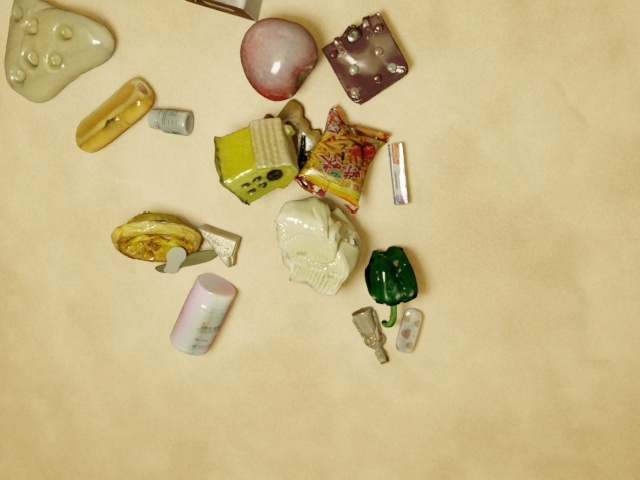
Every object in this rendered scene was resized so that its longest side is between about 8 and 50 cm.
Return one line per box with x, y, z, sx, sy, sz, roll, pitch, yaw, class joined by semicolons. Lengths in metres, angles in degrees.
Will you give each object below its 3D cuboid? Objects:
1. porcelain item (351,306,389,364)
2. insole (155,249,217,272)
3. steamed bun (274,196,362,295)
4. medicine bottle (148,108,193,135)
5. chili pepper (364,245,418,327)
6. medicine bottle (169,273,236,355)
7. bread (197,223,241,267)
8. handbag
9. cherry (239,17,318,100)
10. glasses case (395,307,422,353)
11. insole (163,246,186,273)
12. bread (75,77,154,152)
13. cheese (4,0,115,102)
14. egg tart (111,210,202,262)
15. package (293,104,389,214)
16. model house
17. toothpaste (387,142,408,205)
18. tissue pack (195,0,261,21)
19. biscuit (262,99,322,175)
0.181;0.337;1.634;0.084;0.054;0.213;-22;100;15;porcelain item
-0.472;0.077;1.672;0.253;0.086;0.005;-17;59;17;insole
0.000;0.000;1.510;0.275;0.206;0.319;5;127;24;steamed bun
-0.494;-0.393;1.558;0.131;0.080;0.080;9;104;7;medicine bottle
0.233;0.155;1.531;0.165;0.174;0.260;-16;100;-13;chili pepper
-0.413;0.259;1.659;0.152;0.152;0.253;29;106;2;medicine bottle
-0.357;0.017;1.633;0.152;0.077;0.105;20;104;5;bread
0.137;-0.548;1.426;0.203;0.074;0.216;-29;97;13;handbag
-0.138;-0.548;1.401;0.240;0.206;0.239;5;116;10;cherry
0.302;0.310;1.614;0.063;0.041;0.164;14;104;6;glasses case
-0.508;0.072;1.644;0.065;0.004;0.197;6;147;-23;insole
-0.682;-0.408;1.570;0.305;0.091;0.141;-32;53;15;bread
-0.861;-0.591;1.545;0.351;0.129;0.328;23;103;5;cheese
-0.547;-0.019;1.591;0.291;0.290;0.115;-11;66;11;egg tart
0.070;-0.248;1.470;0.224;0.108;0.288;27;86;-5;package
-0.179;-0.252;1.417;0.234;0.175;0.193;-24;60;20;model house
0.247;-0.211;1.505;0.047;0.040;0.196;-6;101;8;toothpaste
-0.306;-0.770;1.403;0.246;0.159;0.135;18;103;5;tissue pack
-0.138;-0.295;1.543;0.302;0.043;0.278;-15;100;12;biscuit
